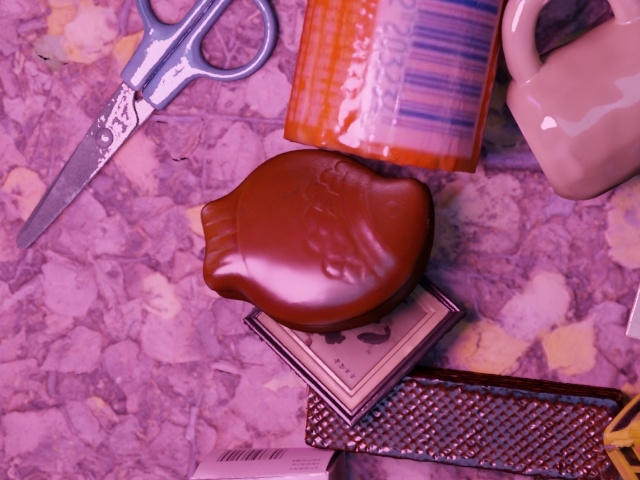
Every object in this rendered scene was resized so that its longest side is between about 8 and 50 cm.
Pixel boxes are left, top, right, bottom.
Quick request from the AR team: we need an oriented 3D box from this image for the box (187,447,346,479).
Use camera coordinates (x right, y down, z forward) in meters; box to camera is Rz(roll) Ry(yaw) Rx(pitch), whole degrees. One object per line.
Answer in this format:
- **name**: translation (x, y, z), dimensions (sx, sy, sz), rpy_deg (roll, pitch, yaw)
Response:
- **box**: translation (-0.051, 0.426, 1.732), dimensions (0.173, 0.145, 0.333), rpy_deg (-4, 94, 11)

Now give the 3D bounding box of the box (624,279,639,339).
- **box**: translation (0.426, 0.045, 1.679), dimensions (0.090, 0.024, 0.167), rpy_deg (16, 98, 7)

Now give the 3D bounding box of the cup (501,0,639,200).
- **cup**: translation (0.310, -0.175, 1.569), dimensions (0.202, 0.255, 0.173), rpy_deg (-28, 50, 9)

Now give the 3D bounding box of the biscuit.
- **biscuit**: translation (0.174, 0.214, 1.713), dimensions (0.388, 0.073, 0.107), rpy_deg (6, 98, 9)

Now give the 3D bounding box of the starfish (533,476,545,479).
- **starfish**: translation (0.263, 0.327, 1.732), dimensions (0.091, 0.028, 0.078), rpy_deg (-44, 82, 13)

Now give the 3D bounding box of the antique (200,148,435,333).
- **antique**: translation (0.000, 0.000, 1.668), dimensions (0.278, 0.129, 0.224), rpy_deg (-12, 71, 6)

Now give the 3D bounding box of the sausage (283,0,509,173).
- **sausage**: translation (0.093, -0.232, 1.599), dimensions (0.233, 0.233, 0.287), rpy_deg (10, 96, 8)

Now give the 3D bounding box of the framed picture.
- **framed picture**: translation (0.038, 0.093, 1.706), dimensions (0.199, 0.010, 0.195), rpy_deg (-44, 71, -7)

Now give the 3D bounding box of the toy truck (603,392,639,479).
- **toy truck**: translation (0.432, 0.293, 1.627), dimensions (0.124, 0.157, 0.272), rpy_deg (-40, 103, -28)

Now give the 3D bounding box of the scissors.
- **scissors**: translation (-0.243, -0.159, 1.762), dimensions (0.192, 0.029, 0.447), rpy_deg (41, 100, 4)
